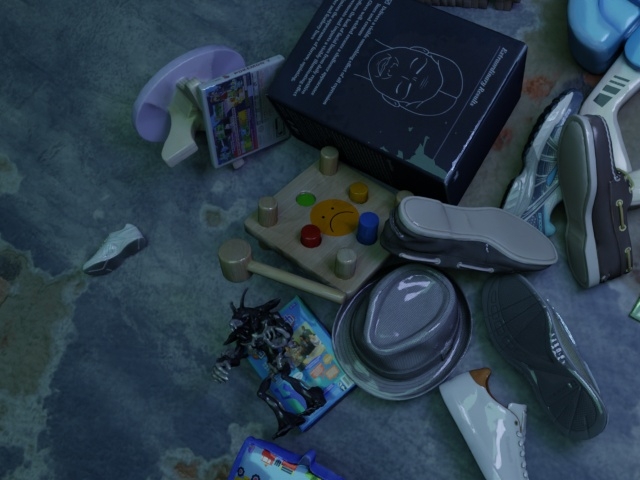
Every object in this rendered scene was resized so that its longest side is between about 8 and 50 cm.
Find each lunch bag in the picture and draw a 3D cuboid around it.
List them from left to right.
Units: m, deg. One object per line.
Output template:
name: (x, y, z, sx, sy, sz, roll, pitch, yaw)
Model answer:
lunch bag: (-0.068, 0.493, 1.122, 0.221, 0.138, 0.293, 22, 102, 18)

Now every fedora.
fedora: (0.150, 0.146, 1.180, 0.275, 0.124, 0.243, -40, 70, -11)

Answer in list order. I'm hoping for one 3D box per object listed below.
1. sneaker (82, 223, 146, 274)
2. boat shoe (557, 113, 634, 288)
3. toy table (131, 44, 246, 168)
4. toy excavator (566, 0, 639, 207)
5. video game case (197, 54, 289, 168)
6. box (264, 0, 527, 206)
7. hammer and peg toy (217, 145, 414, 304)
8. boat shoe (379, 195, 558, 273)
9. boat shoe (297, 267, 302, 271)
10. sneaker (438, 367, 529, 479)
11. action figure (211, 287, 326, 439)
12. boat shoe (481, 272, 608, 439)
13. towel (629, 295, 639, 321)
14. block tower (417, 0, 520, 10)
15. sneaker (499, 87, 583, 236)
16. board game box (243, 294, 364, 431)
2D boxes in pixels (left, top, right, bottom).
sneaker: (-0.457, 0.022, 1.427, 0.152, 0.053, 0.061, -34, 62, -3)
boat shoe: (0.479, -0.070, 1.114, 0.097, 0.116, 0.324, -15, 115, 0)
toy table: (-0.244, -0.275, 1.356, 0.274, 0.252, 0.161, -43, 57, 1)
toy excavator: (0.566, -0.339, 1.206, 0.433, 0.222, 0.445, 46, 104, 18)
video game case: (-0.148, -0.257, 1.309, 0.184, 0.201, 0.023, -27, 55, -21)
box: (0.150, -0.283, 1.265, 0.396, 0.212, 0.293, 30, 85, 19)
hammer and peg toy: (0.000, 0.000, 1.200, 0.266, 0.127, 0.361, 32, 56, 21)
boat shoe: (0.260, 0.002, 1.145, 0.335, 0.095, 0.112, 12, 51, -22)
boat shoe: (-0.015, 0.039, 1.309, 0.184, 0.066, 0.063, 21, 82, 8)
sneaker: (0.324, 0.354, 1.120, 0.123, 0.106, 0.290, -30, 70, 8)
action figure: (-0.106, 0.212, 1.195, 0.164, 0.141, 0.275, -40, 72, 15)
boat shoe: (0.398, 0.196, 1.156, 0.118, 0.103, 0.320, -41, 64, 22)
towel: (0.643, 0.123, 1.144, 0.152, 0.023, 0.113, 29, 84, 19)
block tower: (0.258, -0.558, 1.371, 0.336, 0.091, 0.097, 12, 79, 17)
sneaker: (0.432, -0.137, 1.205, 0.122, 0.110, 0.282, 22, 106, 8)
board game box: (-0.036, 0.238, 1.268, 0.160, 0.047, 0.210, -41, 71, 2)
